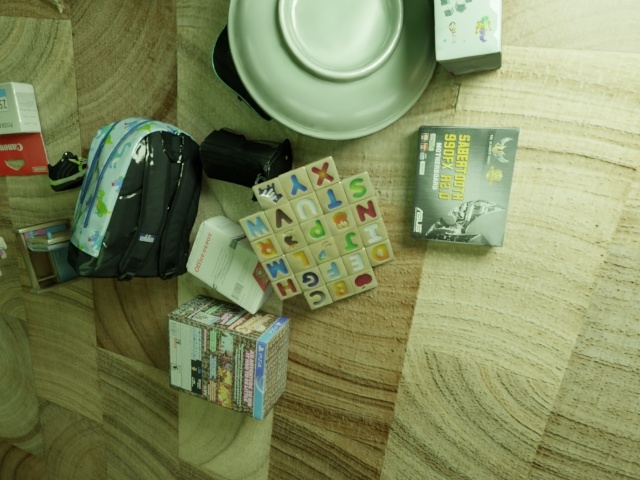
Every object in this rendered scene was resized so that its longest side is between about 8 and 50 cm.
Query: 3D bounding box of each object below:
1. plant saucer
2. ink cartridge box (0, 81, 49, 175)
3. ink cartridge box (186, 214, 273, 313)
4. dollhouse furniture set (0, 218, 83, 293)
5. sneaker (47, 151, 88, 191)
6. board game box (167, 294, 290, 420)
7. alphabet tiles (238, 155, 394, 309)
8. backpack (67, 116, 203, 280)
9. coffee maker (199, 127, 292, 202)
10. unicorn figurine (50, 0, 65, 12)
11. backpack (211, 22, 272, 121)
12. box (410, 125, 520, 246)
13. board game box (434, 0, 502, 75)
[{"bbox_3d":[0.033,-0.385,0.719,0.401,0.100,0.400,-1,98,-5],"label":"plant saucer"},{"bbox_3d":[-0.968,-0.323,1.218,0.297,0.066,0.260,2,105,20],"label":"ink cartridge box"},{"bbox_3d":[-0.214,0.058,1.032,0.218,0.092,0.158,30,114,9],"label":"ink cartridge box"},{"bbox_3d":[-0.741,0.061,1.123,0.304,0.286,0.198,1,106,32],"label":"dollhouse furniture set"},{"bbox_3d":[-0.696,-0.206,1.140,0.235,0.084,0.097,-12,100,23],"label":"sneaker"},{"bbox_3d":[-0.246,0.304,1.088,0.291,0.141,0.231,12,109,17],"label":"board game box"},{"bbox_3d":[0.000,0.000,0.883,0.285,0.011,0.342,-20,120,4],"label":"alphabet tiles"},{"bbox_3d":[-0.424,-0.112,0.965,0.273,0.290,0.355,36,108,29],"label":"backpack"},{"bbox_3d":[-0.176,-0.177,0.904,0.178,0.171,0.120,16,116,17],"label":"coffee maker"},{"bbox_3d":[-0.662,-0.668,1.004,0.111,0.060,0.162,45,115,3],"label":"unicorn figurine"},{"bbox_3d":[-0.120,-0.365,0.839,0.188,0.144,0.166,35,116,-11],"label":"backpack"},{"bbox_3d":[0.284,-0.111,0.814,0.183,0.056,0.230,7,108,19],"label":"box"},{"bbox_3d":[0.240,-0.438,0.643,0.098,0.224,0.303,1,105,23],"label":"board game box"}]
